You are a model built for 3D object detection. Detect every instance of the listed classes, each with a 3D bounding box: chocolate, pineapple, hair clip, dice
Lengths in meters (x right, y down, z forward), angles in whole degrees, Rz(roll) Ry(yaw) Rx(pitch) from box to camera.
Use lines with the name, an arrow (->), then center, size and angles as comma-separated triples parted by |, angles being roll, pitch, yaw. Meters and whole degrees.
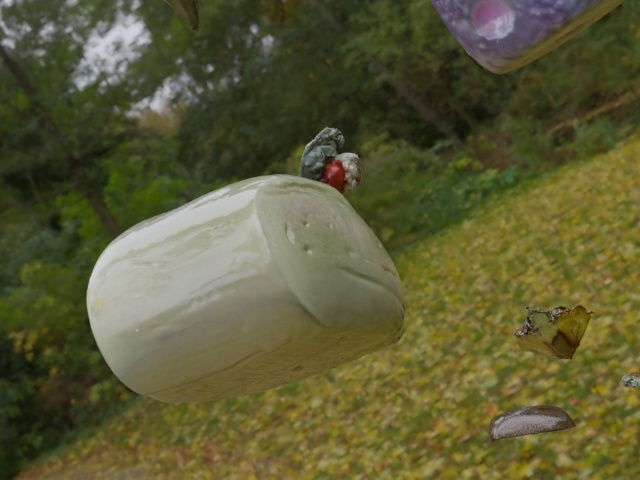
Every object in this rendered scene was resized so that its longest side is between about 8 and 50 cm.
chocolate -> 0.243, 0.209, 1.180 | 0.101, 0.031, 0.064 | -9, -1, 5
pineapple -> 0.305, 0.122, 1.377 | 0.114, 0.077, 0.114 | -29, -37, 30
hair clip -> 0.001, 0.001, 1.474 | 0.091, 0.321, 0.138 | 15, 22, 11
dice -> 0.326, -0.443, 1.621 | 0.270, 0.271, 0.270 | -33, -2, 28

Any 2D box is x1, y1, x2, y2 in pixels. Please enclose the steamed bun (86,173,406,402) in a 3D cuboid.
steamed bun -> -0.049, 0.032, 0.811 | 0.200, 0.154, 0.250 | -23, -15, 22

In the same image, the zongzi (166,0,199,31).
zongzi -> -0.187, -0.501, 1.427 | 0.289, 0.317, 0.154 | -38, 15, 19

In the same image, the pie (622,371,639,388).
pie -> 0.475, 0.199, 1.459 | 0.085, 0.019, 0.084 | -5, 0, 0
